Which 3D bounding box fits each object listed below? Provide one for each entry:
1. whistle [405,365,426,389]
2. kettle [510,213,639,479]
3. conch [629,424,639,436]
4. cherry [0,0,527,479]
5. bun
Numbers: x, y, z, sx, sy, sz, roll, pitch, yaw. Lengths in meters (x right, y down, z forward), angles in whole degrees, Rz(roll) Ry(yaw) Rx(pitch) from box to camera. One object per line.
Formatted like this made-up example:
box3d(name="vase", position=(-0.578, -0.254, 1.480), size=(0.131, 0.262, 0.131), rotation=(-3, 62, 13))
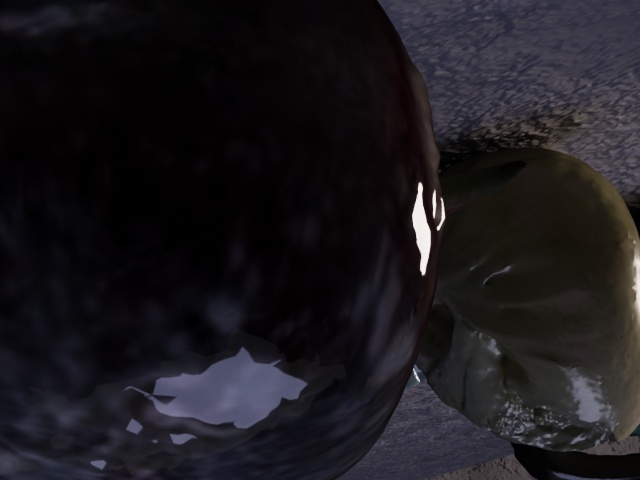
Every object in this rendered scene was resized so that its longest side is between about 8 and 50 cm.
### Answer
box3d(name="whistle", position=(0.001, 0.065, 1.235), size=(0.269, 0.093, 0.180), rotation=(-8, -160, 5))
box3d(name="kettle", position=(0.230, 0.077, 1.343), size=(0.232, 0.202, 0.144), rotation=(-12, 175, -16))
box3d(name="conch", position=(0.221, 0.078, 1.487), size=(0.202, 0.196, 0.134), rotation=(-35, 153, -11))
box3d(name="cherry", position=(-0.069, -0.005, 0.655), size=(0.296, 0.218, 0.255), rotation=(1, 170, -5))
box3d(name="bun", position=(0.115, 0.043, 1.085), size=(0.128, 0.193, 0.178), rotation=(-7, 155, -22))
